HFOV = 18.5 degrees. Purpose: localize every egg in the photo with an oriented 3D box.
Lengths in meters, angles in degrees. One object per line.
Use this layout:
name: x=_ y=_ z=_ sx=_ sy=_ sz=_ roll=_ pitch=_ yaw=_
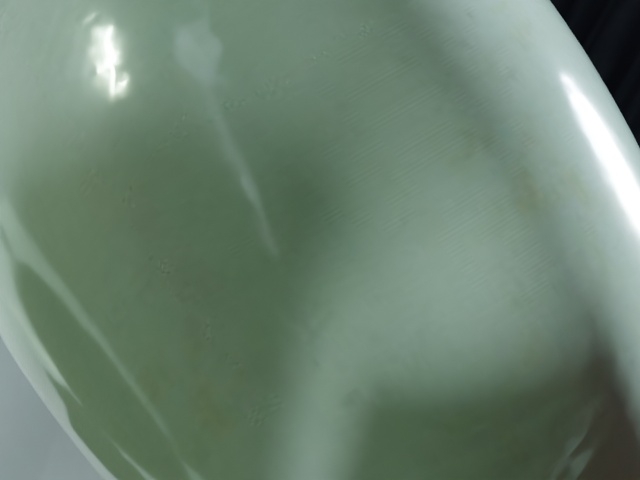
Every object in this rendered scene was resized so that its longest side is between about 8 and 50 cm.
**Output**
egg: x=0.000 y=0.000 z=0.695 sx=0.230 sy=0.230 sz=0.371 roll=-17 pitch=61 yaw=-31
